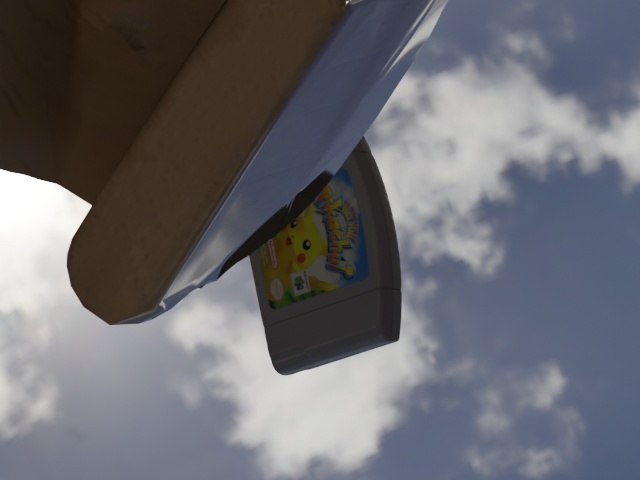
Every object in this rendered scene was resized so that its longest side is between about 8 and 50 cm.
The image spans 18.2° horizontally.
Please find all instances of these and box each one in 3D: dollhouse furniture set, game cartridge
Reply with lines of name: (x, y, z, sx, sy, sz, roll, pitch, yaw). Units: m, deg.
dollhouse furniture set: (-0.055, -0.257, 0.414, 0.394, 0.362, 0.256, -57, 175, 16)
game cartridge: (0.000, 0.000, 0.691, 0.056, 0.017, 0.083, -20, -104, 30)
